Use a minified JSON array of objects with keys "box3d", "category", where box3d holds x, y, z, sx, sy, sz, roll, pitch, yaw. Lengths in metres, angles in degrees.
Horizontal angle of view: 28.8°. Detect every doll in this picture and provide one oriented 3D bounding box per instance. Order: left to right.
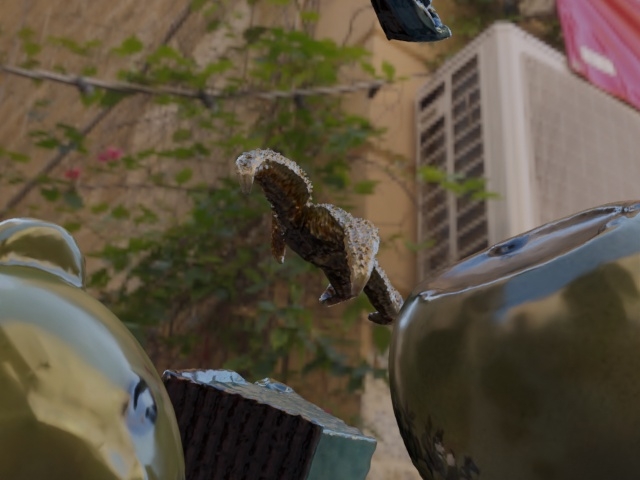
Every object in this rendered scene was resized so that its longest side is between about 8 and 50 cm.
[{"box3d":[-0.159,0.121,0.488,0.161,0.261,0.177,2,-57,37],"category":"doll"}]

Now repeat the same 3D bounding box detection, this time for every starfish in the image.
[{"box3d":[0.001,-0.002,1.008,0.216,0.071,0.238,27,-12,48],"category":"starfish"}]

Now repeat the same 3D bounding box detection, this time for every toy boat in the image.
[{"box3d":[0.058,-0.202,0.872,0.061,0.137,0.060,-17,-7,19],"category":"toy boat"}]

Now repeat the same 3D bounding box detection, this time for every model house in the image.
[{"box3d":[-0.130,0.271,1.265,0.249,0.280,0.230,17,1,-34],"category":"model house"}]

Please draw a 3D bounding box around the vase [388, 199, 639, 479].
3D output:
[{"box3d":[0.180,0.140,0.853,0.241,0.302,0.329,-25,4,-10],"category":"vase"}]
